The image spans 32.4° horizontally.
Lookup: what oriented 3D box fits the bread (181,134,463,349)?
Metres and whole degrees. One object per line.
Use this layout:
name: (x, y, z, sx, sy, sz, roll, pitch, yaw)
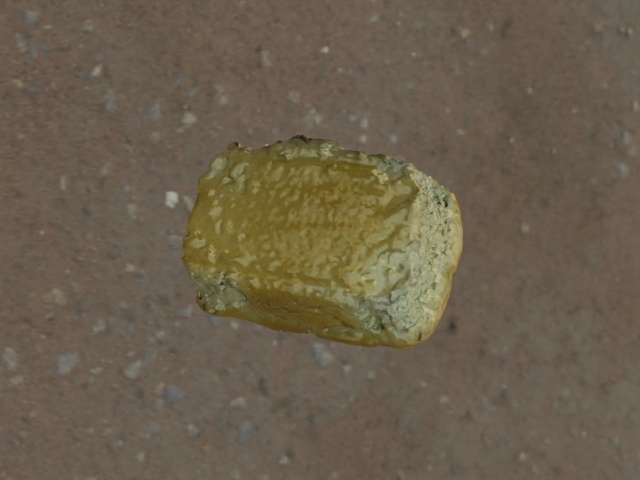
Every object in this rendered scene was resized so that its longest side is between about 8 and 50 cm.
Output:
bread: (0.000, 0.000, 0.977, 0.121, 0.246, 0.174, 49, 50, -68)
